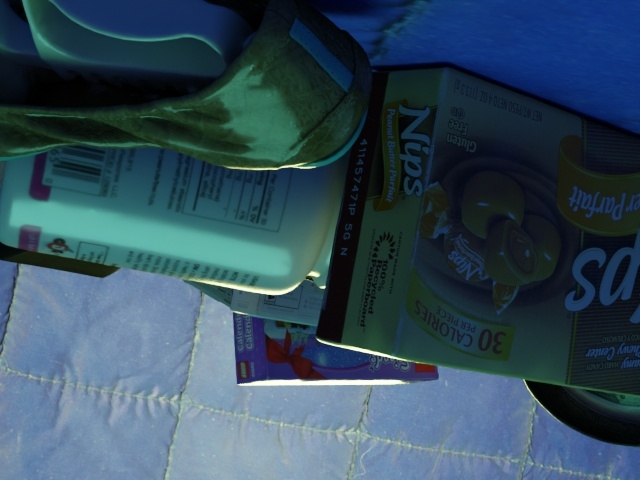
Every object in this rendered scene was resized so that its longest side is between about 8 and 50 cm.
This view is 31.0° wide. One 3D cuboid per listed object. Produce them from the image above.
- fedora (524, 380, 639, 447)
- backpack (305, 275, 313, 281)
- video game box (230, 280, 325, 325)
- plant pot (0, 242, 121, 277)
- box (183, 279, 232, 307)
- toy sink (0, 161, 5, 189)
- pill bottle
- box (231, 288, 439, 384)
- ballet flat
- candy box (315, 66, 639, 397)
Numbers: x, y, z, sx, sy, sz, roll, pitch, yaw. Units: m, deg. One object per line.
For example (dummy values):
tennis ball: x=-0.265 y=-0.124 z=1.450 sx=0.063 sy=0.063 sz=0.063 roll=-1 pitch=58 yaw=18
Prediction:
fedora: x=0.402 y=0.104 z=1.504 sx=0.334 sy=0.334 sz=0.152 roll=9 pitch=150 yaw=33
backpack: x=0.023 y=-0.012 z=1.063 sx=0.173 sy=0.116 sz=0.158 roll=12 pitch=178 yaw=-42
video game box: x=0.000 y=0.000 z=1.263 sx=0.048 sy=0.187 sz=0.205 roll=10 pitch=177 yaw=41
plant pot: x=-0.342 y=-0.055 z=1.688 sx=0.188 sy=0.187 sz=0.167 roll=13 pitch=166 yaw=-39
box: x=-0.099 y=0.013 z=1.778 sx=0.114 sy=0.103 sz=0.203 roll=28 pitch=-150 yaw=20
toy sink: x=-0.223 y=-0.080 z=1.088 sx=0.234 sy=0.131 sz=0.153 roll=16 pitch=176 yaw=-11
pill bottle: x=-0.078 y=-0.049 z=0.838 sx=0.283 sy=0.160 sz=0.160 roll=12 pitch=177 yaw=-13
box: x=0.020 y=0.071 z=1.384 sx=0.293 sy=0.200 sz=0.057 roll=7 pitch=164 yaw=-44
ballet flat: x=-0.139 y=-0.105 z=0.635 sx=0.342 sy=0.116 sz=0.124 roll=9 pitch=157 yaw=28
candy box: x=0.157 y=0.007 z=0.815 sx=0.316 sy=0.182 sz=0.088 roll=13 pitch=177 yaw=-38
